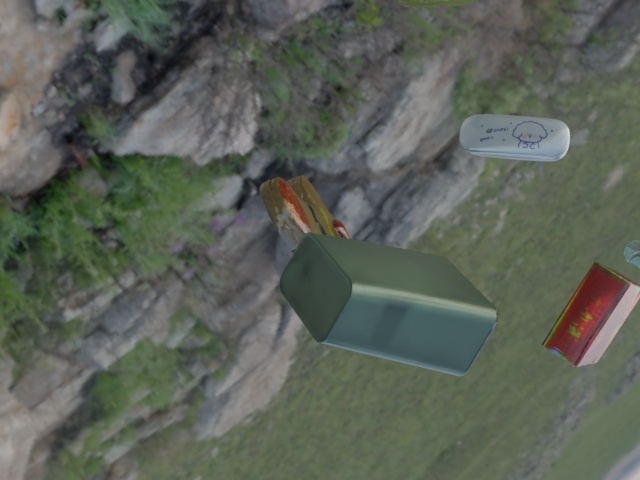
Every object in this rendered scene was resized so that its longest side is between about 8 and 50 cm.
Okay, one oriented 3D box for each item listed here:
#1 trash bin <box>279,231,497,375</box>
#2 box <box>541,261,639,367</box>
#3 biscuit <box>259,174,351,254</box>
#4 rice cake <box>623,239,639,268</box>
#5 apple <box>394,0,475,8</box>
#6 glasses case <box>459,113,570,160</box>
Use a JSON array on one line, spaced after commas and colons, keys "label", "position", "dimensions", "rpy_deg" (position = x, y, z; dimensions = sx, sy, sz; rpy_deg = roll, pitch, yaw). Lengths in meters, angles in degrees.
[{"label": "trash bin", "position": [0.123, 0.107, 1.803], "dimensions": [0.343, 0.223, 0.158], "rpy_deg": [16, 112, -36]}, {"label": "box", "position": [0.571, 0.156, 2.023], "dimensions": [0.197, 0.089, 0.313], "rpy_deg": [-60, 158, 8]}, {"label": "biscuit", "position": [0.000, 0.000, 2.200], "dimensions": [0.076, 0.368, 0.394], "rpy_deg": [-28, 169, 12]}, {"label": "rice cake", "position": [0.588, 0.016, 1.586], "dimensions": [0.245, 0.045, 0.042], "rpy_deg": [-4, 113, -31]}, {"label": "apple", "position": [0.210, -0.519, 1.570], "dimensions": [0.360, 0.320, 0.312], "rpy_deg": [-29, 134, -82]}, {"label": "glasses case", "position": [0.349, -0.186, 1.767], "dimensions": [0.049, 0.197, 0.076], "rpy_deg": [41, 58, -69]}]
